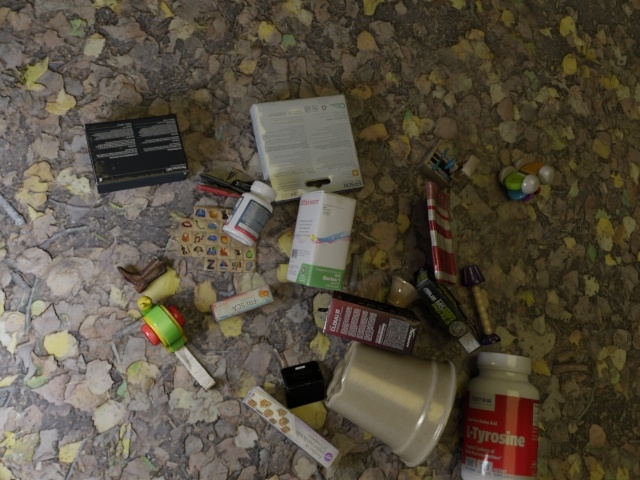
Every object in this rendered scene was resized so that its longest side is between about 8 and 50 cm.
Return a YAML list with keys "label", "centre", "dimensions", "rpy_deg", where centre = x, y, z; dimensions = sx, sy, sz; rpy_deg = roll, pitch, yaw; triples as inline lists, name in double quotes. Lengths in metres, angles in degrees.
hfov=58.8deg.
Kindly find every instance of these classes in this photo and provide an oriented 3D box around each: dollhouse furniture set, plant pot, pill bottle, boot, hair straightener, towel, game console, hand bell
- label: "dollhouse furniture set"
  centre: [0.452, -0.282, 1.972]
  dimensions: [0.129, 0.183, 0.129]
  rpy_deg: [39, 70, -8]
- label: "plant pot"
  centre: [0.193, 0.451, 1.696]
  dimensions: [0.305, 0.334, 0.334]
  rpy_deg: [25, 72, -1]
- label: "pill bottle"
  centre: [0.580, 0.575, 1.828]
  dimensions: [0.228, 0.229, 0.408]
  rpy_deg: [12, 76, -17]
- label: "boot"
  centre: [-0.515, 0.081, 1.647]
  dimensions: [0.114, 0.037, 0.106]
  rpy_deg: [-45, 109, -18]
- label: "pill bottle"
  centre: [-0.208, -0.085, 1.728]
  dimensions: [0.108, 0.108, 0.180]
  rpy_deg: [31, 79, -11]
- label: "hair straightener"
  centre: [-0.268, -0.176, 1.776]
  dimensions: [0.230, 0.047, 0.089]
  rpy_deg: [13, 76, -17]
- label: "towel"
  centre: [0.406, -0.017, 1.901]
  dimensions: [0.037, 0.237, 0.329]
  rpy_deg: [-8, 80, 24]
- label: "game console"
  centre: [-0.055, 0.443, 1.750]
  dimensions: [0.122, 0.071, 0.107]
  rpy_deg: [-10, 53, -21]
- label: "hand bell"
  centre: [0.212, 0.243, 1.845]
  dimensions: [0.126, 0.126, 0.242]
  rpy_deg: [40, 81, -8]

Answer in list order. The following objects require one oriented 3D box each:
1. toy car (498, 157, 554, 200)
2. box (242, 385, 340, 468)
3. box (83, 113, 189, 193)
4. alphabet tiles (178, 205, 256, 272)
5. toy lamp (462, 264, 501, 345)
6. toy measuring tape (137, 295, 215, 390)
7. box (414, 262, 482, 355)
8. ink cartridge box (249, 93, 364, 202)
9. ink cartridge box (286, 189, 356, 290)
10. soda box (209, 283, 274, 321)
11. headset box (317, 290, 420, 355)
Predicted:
- label: "toy car"
  centre: [0.760, -0.214, 2.103]
  dimensions: [0.182, 0.159, 0.136]
  rpy_deg: [-29, 126, -22]
- label: "box"
  centre: [-0.088, 0.553, 1.689]
  dimensions: [0.324, 0.067, 0.063]
  rpy_deg: [41, 70, -7]
- label: "box"
  centre: [-0.538, -0.255, 1.670]
  dimensions: [0.261, 0.103, 0.184]
  rpy_deg: [-12, 81, -21]
- label: "alphabet tiles"
  centre: [-0.314, -0.004, 1.749]
  dimensions: [0.237, 0.009, 0.198]
  rpy_deg: [4, 79, -18]
- label: "toy lamp"
  centre: [0.555, 0.220, 1.969]
  dimensions: [0.080, 0.080, 0.275]
  rpy_deg: [-14, 86, -21]
- label: "toy measuring tape"
  centre: [-0.405, 0.289, 1.605]
  dimensions: [0.121, 0.121, 0.330]
  rpy_deg: [-38, 93, -21]
- label: "box"
  centre: [0.411, 0.218, 1.850]
  dimensions: [0.060, 0.216, 0.270]
  rpy_deg: [-38, 94, 15]
- label: "ink cartridge box"
  centre: [-0.043, -0.301, 1.868]
  dimensions: [0.324, 0.071, 0.330]
  rpy_deg: [-11, 88, -21]
- label: "ink cartridge box"
  centre: [0.000, 0.000, 1.724]
  dimensions: [0.117, 0.201, 0.278]
  rpy_deg: [11, 88, -21]
- label: "soda box"
  centre: [-0.236, 0.188, 1.709]
  dimensions: [0.183, 0.063, 0.058]
  rpy_deg: [-18, 86, -21]
- label: "headset box"
  centre: [0.135, 0.237, 1.705]
  dimensions: [0.293, 0.218, 0.110]
  rpy_deg: [15, 92, 2]
